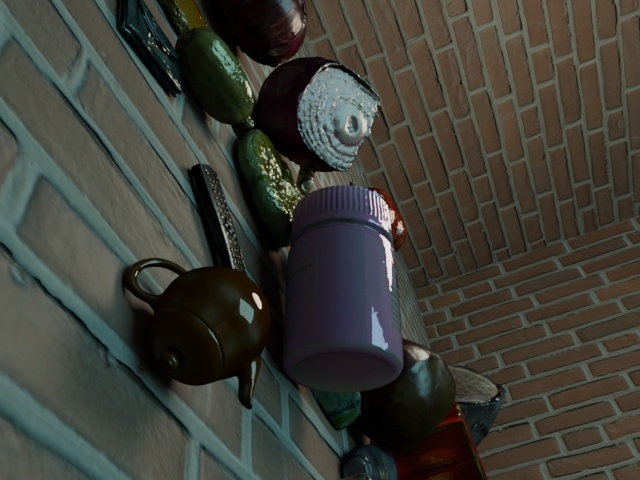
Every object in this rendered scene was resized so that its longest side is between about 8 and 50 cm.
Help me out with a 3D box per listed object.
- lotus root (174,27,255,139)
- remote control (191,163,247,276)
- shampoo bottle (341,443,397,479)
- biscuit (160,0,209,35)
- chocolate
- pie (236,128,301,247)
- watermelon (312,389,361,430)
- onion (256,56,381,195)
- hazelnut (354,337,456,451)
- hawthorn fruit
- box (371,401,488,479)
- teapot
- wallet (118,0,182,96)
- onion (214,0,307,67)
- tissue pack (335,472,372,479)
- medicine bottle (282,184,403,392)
[{"bbox_3d":[-0.153,-0.240,0.939,0.090,0.077,0.183,17,-32,46],"label":"lotus root"},{"bbox_3d":[-0.129,-0.002,0.815,0.059,0.028,0.211,21,49,-71],"label":"remote control"},{"bbox_3d":[0.090,0.407,1.088,0.233,0.049,0.087,46,24,-64],"label":"shampoo bottle"},{"bbox_3d":[-0.216,-0.359,1.023,0.126,0.025,0.206,-98,165,-46],"label":"biscuit"},{"bbox_3d":[0.341,0.479,1.687,0.303,0.304,0.212,-42,138,-78],"label":"chocolate"},{"bbox_3d":[-0.085,-0.094,1.118,0.240,0.054,0.240,-21,90,-80],"label":"pie"},{"bbox_3d":[0.026,0.227,1.065,0.139,0.071,0.187,-94,161,-67],"label":"watermelon"},{"bbox_3d":[-0.024,-0.259,1.293,0.231,0.272,0.256,18,-38,52],"label":"onion"},{"bbox_3d":[0.137,0.280,1.188,0.229,0.230,0.229,-20,90,-79],"label":"hazelnut"},{"bbox_3d":[0.116,-0.056,1.649,0.205,0.205,0.253,57,12,-50],"label":"hawthorn fruit"},{"bbox_3d":[0.251,0.519,1.288,0.089,0.198,0.313,-62,131,-75],"label":"box"},{"bbox_3d":[-0.114,0.082,0.569,0.173,0.116,0.116,44,10,4],"label":"teapot"},{"bbox_3d":[-0.223,-0.265,0.821,0.129,0.026,0.088,56,18,-52],"label":"wallet"},{"bbox_3d":[-0.123,-0.489,1.282,0.246,0.190,0.246,62,-6,12],"label":"onion"},{"bbox_3d":[0.070,0.434,0.839,0.148,0.092,0.196,-96,163,-50],"label":"tissue pack"},{"bbox_3d":[0.034,0.074,0.963,0.178,0.178,0.290,57,26,-49],"label":"medicine bottle"}]
